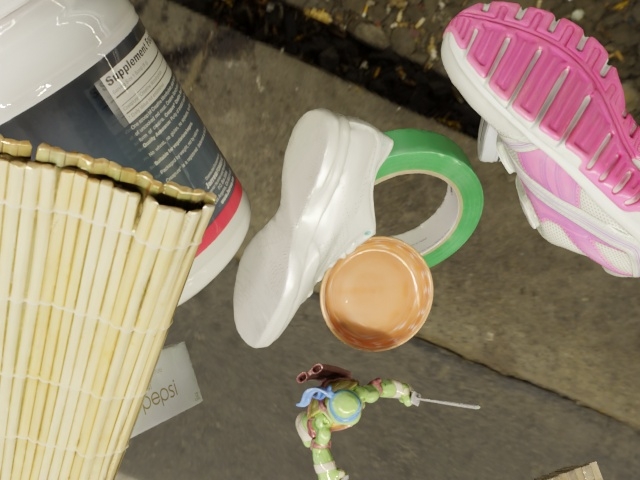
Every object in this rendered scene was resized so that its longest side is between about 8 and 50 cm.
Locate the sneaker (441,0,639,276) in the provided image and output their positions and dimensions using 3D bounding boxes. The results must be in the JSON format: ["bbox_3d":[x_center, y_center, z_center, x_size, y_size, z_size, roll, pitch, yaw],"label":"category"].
[{"bbox_3d":[0.173,-0.057,0.634,0.252,0.111,0.103,46,59,-1],"label":"sneaker"}]

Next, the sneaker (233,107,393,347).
[{"bbox_3d":[0.000,0.000,0.740,0.094,0.080,0.212,9,114,-38],"label":"sneaker"}]

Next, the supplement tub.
[{"bbox_3d":[-0.194,-0.080,0.700,0.191,0.191,0.272,-35,117,-9],"label":"supplement tub"}]

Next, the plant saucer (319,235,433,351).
[{"bbox_3d":[0.093,0.089,1.513,0.200,0.037,0.200,-2,99,-13],"label":"plant saucer"}]

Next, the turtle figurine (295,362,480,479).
[{"bbox_3d":[0.067,0.313,1.436,0.275,0.266,0.197,18,81,-8],"label":"turtle figurine"}]

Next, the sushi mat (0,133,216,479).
[{"bbox_3d":[-0.161,0.065,0.449,0.151,0.316,0.019,12,48,-14],"label":"sushi mat"}]

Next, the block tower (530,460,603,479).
[{"bbox_3d":[0.377,0.516,1.686,0.335,0.097,0.091,-15,78,-15],"label":"block tower"}]

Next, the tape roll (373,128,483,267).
[{"bbox_3d":[0.150,-0.066,1.713,0.321,0.321,0.077,-7,43,-8],"label":"tape roll"}]

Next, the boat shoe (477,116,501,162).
[{"bbox_3d":[0.353,-0.246,1.555,0.119,0.335,0.121,-1,69,1],"label":"boat shoe"}]

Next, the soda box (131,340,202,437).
[{"bbox_3d":[-0.210,0.163,0.900,0.069,0.216,0.074,-17,89,23],"label":"soda box"}]
